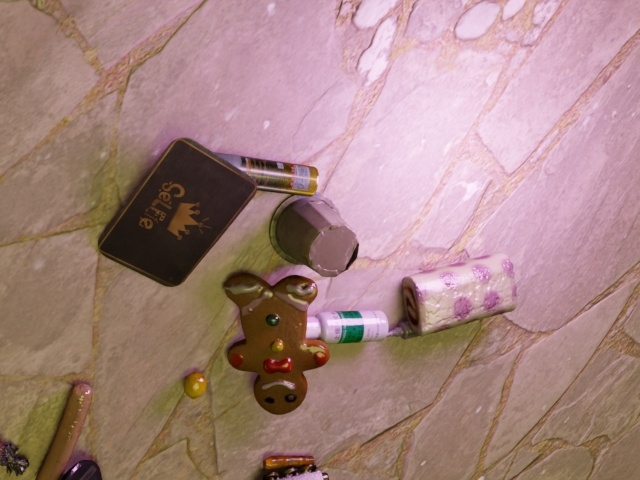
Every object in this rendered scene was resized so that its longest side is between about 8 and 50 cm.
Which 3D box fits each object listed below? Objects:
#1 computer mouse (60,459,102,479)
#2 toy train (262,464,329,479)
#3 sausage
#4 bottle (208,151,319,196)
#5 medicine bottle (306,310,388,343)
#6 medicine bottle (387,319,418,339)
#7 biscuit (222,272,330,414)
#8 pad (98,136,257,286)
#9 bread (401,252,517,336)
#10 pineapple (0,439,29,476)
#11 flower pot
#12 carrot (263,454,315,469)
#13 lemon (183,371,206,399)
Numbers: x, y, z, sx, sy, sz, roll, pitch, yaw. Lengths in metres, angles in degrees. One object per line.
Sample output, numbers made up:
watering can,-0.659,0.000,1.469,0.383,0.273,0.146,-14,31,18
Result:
computer mouse,-0.639,0.686,1.724,0.147,0.088,0.264,-44,134,-58
toy train,-0.088,0.753,1.986,0.226,0.090,0.137,-5,139,-17
sausage,-0.652,0.502,1.675,0.066,0.066,0.301,20,102,-28
bottle,-0.147,-0.165,1.645,0.286,0.082,0.082,6,106,-26
medicine bottle,0.063,0.250,1.882,0.260,0.095,0.095,0,108,-23
medicine bottle,0.281,0.269,2.006,0.199,0.058,0.057,-10,112,-19
biscuit,-0.115,0.295,1.779,0.283,0.064,0.431,0,109,0
pad,-0.364,-0.058,1.549,0.315,0.063,0.375,31,108,-28
bread,0.417,0.159,1.962,0.339,0.155,0.187,-11,100,-19
pineapple,-0.793,0.532,1.623,0.074,0.074,0.159,-40,127,-6
flower pot,0.000,0.000,1.706,0.213,0.203,0.212,-10,115,-23
carrot,-0.093,0.674,1.994,0.171,0.042,0.042,8,105,-26
lemon,-0.339,0.393,1.772,0.062,0.062,0.083,0,108,-24
